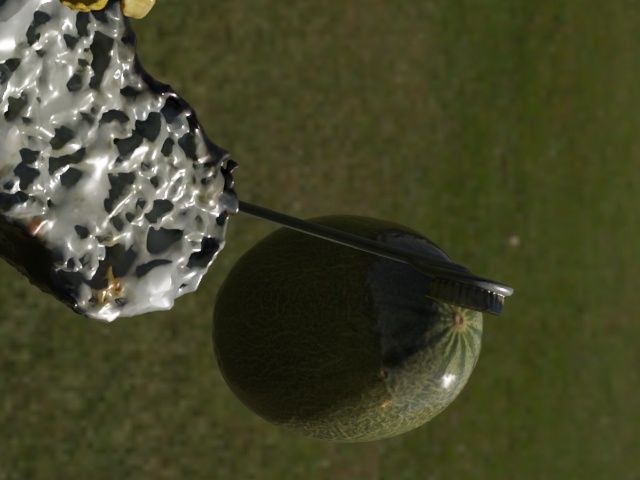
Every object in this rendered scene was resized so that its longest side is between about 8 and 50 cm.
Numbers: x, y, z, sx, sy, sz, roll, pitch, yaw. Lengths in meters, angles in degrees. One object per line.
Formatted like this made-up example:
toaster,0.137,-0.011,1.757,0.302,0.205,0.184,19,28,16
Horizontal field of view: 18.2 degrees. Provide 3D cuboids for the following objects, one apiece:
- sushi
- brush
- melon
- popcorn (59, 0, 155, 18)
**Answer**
sushi,-0.143,-0.044,0.957,0.147,0.115,0.212,-56,134,-15
brush,0.000,0.000,1.325,0.062,0.266,0.027,26,83,-74
melon,0.029,0.091,2.071,0.237,0.302,0.237,2,88,-46
popcorn,-0.081,-0.126,0.761,0.057,0.082,0.083,18,83,-28
